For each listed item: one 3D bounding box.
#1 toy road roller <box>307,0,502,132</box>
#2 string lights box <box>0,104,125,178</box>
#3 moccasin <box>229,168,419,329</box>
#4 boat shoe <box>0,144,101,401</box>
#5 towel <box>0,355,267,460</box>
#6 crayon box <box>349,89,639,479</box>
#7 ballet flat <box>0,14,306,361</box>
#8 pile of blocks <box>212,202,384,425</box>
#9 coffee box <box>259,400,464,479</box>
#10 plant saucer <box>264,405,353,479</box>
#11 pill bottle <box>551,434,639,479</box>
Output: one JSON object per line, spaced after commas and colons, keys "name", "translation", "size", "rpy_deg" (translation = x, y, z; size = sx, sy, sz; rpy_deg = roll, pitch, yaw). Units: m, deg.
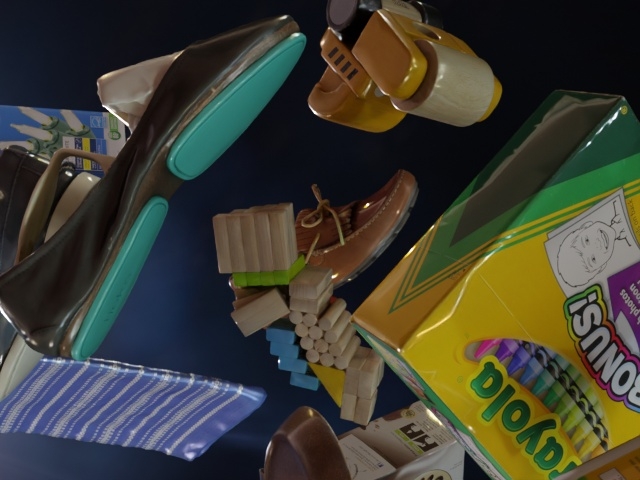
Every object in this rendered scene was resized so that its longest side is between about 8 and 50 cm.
{"name": "toy road roller", "translation": [0.118, -0.266, 1.613], "size": [0.240, 0.202, 0.329], "rpy_deg": [-59, -138, 26]}
{"name": "string lights box", "translation": [-0.434, -0.133, 1.473], "size": [0.077, 0.260, 0.133], "rpy_deg": [116, -31, -49]}
{"name": "moccasin", "translation": [0.001, -0.002, 1.568], "size": [0.380, 0.147, 0.139], "rpy_deg": [-35, -167, 34]}
{"name": "boat shoe", "translation": [-0.241, 0.033, 0.753], "size": [0.254, 0.079, 0.095], "rpy_deg": [-60, -178, 44]}
{"name": "towel", "translation": [-0.271, 0.235, 1.322], "size": [0.243, 0.336, 0.040], "rpy_deg": [-42, -137, 44]}
{"name": "crayon box", "translation": [0.251, 0.091, 0.955], "size": [0.313, 0.363, 0.106], "rpy_deg": [-48, -151, -11]}
{"name": "ballet flat", "translation": [-0.124, -0.054, 0.636], "size": [0.096, 0.095, 0.280], "rpy_deg": [34, -97, 6]}
{"name": "pile of blocks", "translation": [-0.028, 0.101, 1.392], "size": [0.149, 0.112, 0.362], "rpy_deg": [-27, -84, 22]}
{"name": "coffee box", "translation": [0.066, 0.384, 1.450], "size": [0.297, 0.168, 0.119], "rpy_deg": [-17, -148, -28]}
{"name": "plant saucer", "translation": [-0.012, 0.221, 0.778], "size": [0.168, 0.029, 0.168], "rpy_deg": [175, -90, -67]}
{"name": "pill bottle", "translation": [0.325, 0.210, 0.792], "size": [0.246, 0.136, 0.136], "rpy_deg": [-25, -129, -4]}
